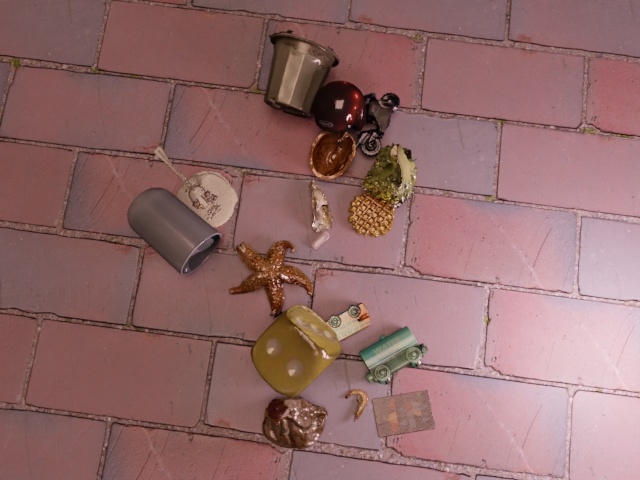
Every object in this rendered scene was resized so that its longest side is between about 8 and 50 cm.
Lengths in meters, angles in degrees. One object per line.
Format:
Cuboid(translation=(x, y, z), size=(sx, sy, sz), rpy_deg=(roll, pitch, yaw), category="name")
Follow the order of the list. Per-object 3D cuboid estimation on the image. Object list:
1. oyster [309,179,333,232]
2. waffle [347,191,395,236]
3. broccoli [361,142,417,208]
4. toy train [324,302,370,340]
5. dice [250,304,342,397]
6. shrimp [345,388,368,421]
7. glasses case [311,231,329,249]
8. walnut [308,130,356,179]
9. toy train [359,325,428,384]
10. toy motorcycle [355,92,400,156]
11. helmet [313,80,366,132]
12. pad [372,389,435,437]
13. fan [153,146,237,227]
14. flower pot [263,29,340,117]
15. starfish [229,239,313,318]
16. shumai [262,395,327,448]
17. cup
Cuboid(translation=(-0.001, -0.128, 1.990), size=(0.106, 0.061, 0.200), rpy_deg=(9, 83, -17), category="oyster")
Cuboid(translation=(0.195, -0.098, 1.983), size=(0.191, 0.038, 0.191), rpy_deg=(0, 81, -1), category="waffle")
Cuboid(translation=(0.244, -0.260, 1.919), size=(0.180, 0.273, 0.242), rpy_deg=(6, 67, 29), category="broccoli")
Cuboid(translation=(0.097, 0.305, 1.902), size=(0.188, 0.072, 0.099), rpy_deg=(-28, 89, -4), category="toy train")
Cuboid(translation=(-0.084, 0.379, 1.776), size=(0.233, 0.238, 0.227), rpy_deg=(45, 104, 10), category="dice")
Cuboid(translation=(0.125, 0.600, 1.876), size=(0.083, 0.023, 0.114), rpy_deg=(21, 76, 6), category="shrimp")
Cuboid(translation=(0.000, 0.000, 1.974), size=(0.032, 0.021, 0.083), rpy_deg=(44, 83, 9), category="glasses case")
Cuboid(translation=(0.043, -0.331, 1.996), size=(0.167, 0.087, 0.211), rpy_deg=(35, 90, 1), category="walnut")
Cuboid(translation=(0.262, 0.418, 1.878), size=(0.248, 0.101, 0.159), rpy_deg=(-27, 66, -5), category="toy train")
Cuboid(translation=(0.202, -0.469, 2.012), size=(0.159, 0.106, 0.270), rpy_deg=(25, 86, 5), category="toy motorcycle")
Cuboid(translation=(0.071, -0.498, 1.922), size=(0.189, 0.193, 0.216), rpy_deg=(21, 59, 25), category="helmet")
Cuboid(translation=(0.305, 0.635, 1.880), size=(0.211, 0.003, 0.143), rpy_deg=(-9, 81, -1), category="pad")
Cuboid(translation=(-0.512, -0.216, 2.013), size=(0.415, 0.012, 0.233), rpy_deg=(43, 82, 6), category="fan")
Cuboid(translation=(-0.091, -0.626, 1.978), size=(0.290, 0.290, 0.259), rpy_deg=(16, 94, 3), category="flower pot")
Cuboid(translation=(-0.194, 0.141, 1.910), size=(0.312, 0.113, 0.303), rpy_deg=(-13, 80, -5), category="starfish")
Cuboid(translation=(-0.094, 0.641, 1.785), size=(0.218, 0.185, 0.184), rpy_deg=(17, 81, 3), category="shumai")
Cuboid(translation=(-0.545, -0.044, 1.889), size=(0.312, 0.205, 0.205), rpy_deg=(41, 83, 7), category="cup")
